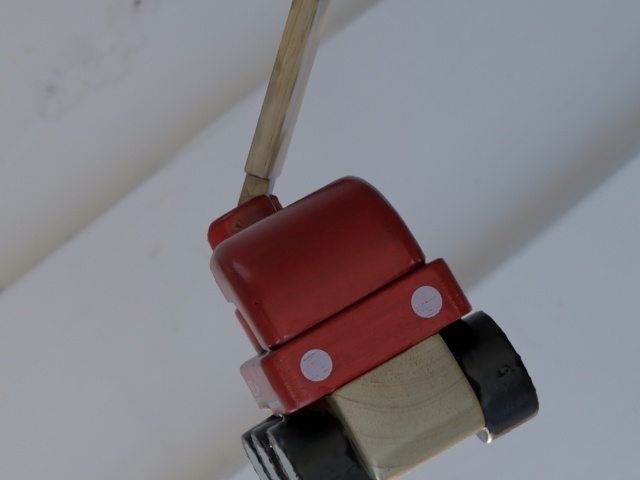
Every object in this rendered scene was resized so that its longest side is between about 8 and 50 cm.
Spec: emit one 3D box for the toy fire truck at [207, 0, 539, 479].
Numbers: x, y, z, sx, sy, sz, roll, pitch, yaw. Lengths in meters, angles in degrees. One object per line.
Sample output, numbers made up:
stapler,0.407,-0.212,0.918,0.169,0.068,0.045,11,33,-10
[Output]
toy fire truck,0.000,0.000,0.869,0.246,0.158,0.217,61,170,2
